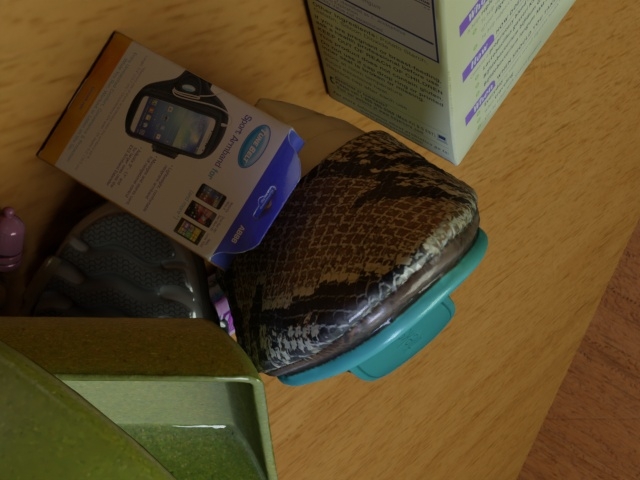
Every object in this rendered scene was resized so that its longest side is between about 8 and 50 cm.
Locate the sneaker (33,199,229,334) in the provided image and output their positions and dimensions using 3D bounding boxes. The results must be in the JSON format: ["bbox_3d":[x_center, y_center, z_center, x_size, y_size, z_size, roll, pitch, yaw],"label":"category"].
[{"bbox_3d":[-0.110,0.064,0.867,0.281,0.105,0.115,95,11,-46],"label":"sneaker"}]

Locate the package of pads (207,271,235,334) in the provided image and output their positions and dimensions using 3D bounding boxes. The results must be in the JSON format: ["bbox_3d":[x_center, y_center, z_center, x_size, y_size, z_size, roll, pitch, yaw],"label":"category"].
[{"bbox_3d":[-0.081,0.054,0.983,0.083,0.032,0.050,-36,153,-48],"label":"package of pads"}]

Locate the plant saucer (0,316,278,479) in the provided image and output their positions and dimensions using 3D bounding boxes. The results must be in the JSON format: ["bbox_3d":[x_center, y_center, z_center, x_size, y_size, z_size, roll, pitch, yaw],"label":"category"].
[{"bbox_3d":[-0.119,0.087,0.733,0.188,0.188,0.045,88,2,-63],"label":"plant saucer"}]

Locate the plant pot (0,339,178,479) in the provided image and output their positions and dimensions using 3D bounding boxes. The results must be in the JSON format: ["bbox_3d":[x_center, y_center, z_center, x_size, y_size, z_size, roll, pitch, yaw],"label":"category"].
[{"bbox_3d":[-0.199,0.212,0.456,0.353,0.366,0.366,-51,158,-28],"label":"plant pot"}]

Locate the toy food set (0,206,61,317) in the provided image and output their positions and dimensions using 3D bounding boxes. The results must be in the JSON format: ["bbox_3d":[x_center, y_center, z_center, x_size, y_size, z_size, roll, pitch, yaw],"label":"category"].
[{"bbox_3d":[-0.186,0.012,0.701,0.078,0.019,0.122,-58,152,-5],"label":"toy food set"}]

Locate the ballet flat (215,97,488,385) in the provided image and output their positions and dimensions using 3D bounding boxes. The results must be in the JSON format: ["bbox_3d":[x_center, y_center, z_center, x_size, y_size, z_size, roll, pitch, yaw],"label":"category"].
[{"bbox_3d":[0.000,0.000,0.880,0.164,0.182,0.483,-39,173,0],"label":"ballet flat"}]

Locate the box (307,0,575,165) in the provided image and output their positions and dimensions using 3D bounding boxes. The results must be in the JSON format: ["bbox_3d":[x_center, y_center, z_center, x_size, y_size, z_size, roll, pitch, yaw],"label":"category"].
[{"bbox_3d":[0.095,-0.210,0.915,0.213,0.117,0.243,-54,160,-16],"label":"box"}]

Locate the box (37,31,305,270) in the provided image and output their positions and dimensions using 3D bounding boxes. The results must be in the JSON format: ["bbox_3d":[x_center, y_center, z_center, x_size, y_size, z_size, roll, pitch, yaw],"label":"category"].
[{"bbox_3d":[-0.073,-0.044,0.715,0.081,0.136,0.028,-58,160,-3],"label":"box"}]
